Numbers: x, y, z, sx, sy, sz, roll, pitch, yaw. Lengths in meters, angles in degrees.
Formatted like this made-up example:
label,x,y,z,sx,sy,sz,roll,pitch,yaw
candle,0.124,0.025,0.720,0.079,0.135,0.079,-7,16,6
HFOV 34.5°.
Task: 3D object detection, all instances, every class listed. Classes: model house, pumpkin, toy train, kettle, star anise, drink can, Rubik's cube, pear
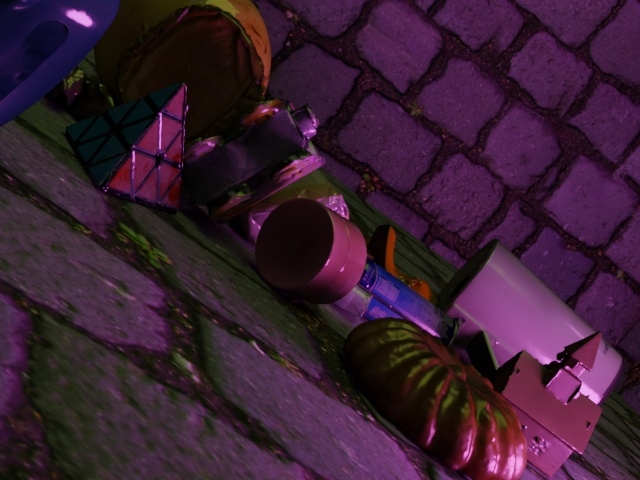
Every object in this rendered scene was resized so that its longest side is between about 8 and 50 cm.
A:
label,x,y,z,sx,sy,sz,roll,pitch,yaw
model house,0.408,0.252,1.809,0.181,0.248,0.176,38,8,-5
pumpkin,0.125,0.098,2.048,0.130,0.149,0.254,-2,-39,33
toy train,-0.113,-0.124,1.660,0.134,0.260,0.177,60,1,6
kettle,0.411,0.229,2.120,0.376,0.250,0.361,40,29,-1
star anise,-0.415,-0.259,1.699,0.212,0.073,0.197,34,6,-12
drink can,0.138,0.124,1.893,0.235,0.097,0.097,35,9,-18
Rubik's cube,-0.302,-0.118,1.532,0.178,0.211,0.190,20,-34,26
pear,-0.258,-0.351,1.959,0.348,0.348,0.348,37,8,-6

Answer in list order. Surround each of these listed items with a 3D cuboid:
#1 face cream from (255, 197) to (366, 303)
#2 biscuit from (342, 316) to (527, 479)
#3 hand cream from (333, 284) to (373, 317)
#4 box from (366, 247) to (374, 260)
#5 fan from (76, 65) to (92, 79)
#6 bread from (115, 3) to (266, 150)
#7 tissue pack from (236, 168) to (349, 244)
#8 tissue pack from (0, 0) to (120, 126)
label,x,y,z,sx,sy,sz,roll,pitch,yaw
face cream,-0.015,0.018,1.620,0.149,0.149,0.104,44,9,36
biscuit,0.176,0.224,1.508,0.325,0.107,0.326,37,12,-9
hand cream,-0.005,0.062,1.790,0.204,0.050,0.078,33,11,0
box,0.000,0.000,1.993,0.144,0.090,0.201,33,10,-32
fan,-0.448,-0.316,1.799,0.182,0.010,0.310,36,-9,-21
bread,-0.217,-0.268,1.743,0.227,0.253,0.142,55,5,-10
tissue pack,-0.064,-0.069,1.846,0.186,0.090,0.222,-10,22,-11
tissue pack,-0.364,-0.250,1.136,0.198,0.287,0.206,33,29,-50
